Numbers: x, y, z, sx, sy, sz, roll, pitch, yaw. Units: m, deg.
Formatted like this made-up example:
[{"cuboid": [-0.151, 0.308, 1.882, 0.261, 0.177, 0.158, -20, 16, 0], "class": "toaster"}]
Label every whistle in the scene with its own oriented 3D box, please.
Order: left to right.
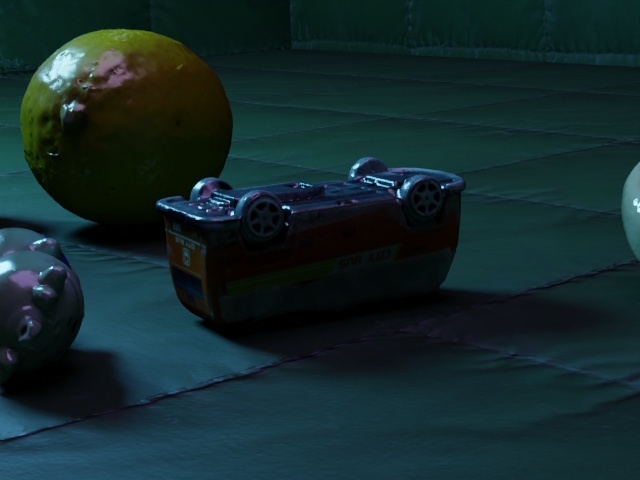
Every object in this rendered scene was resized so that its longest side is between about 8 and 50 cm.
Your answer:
[{"cuboid": [-0.236, 0.045, 1.137, 0.092, 0.110, 0.244, 28, 2, -19], "class": "whistle"}]

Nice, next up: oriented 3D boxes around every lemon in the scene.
[{"cuboid": [-0.219, -0.127, 1.641, 0.236, 0.236, 0.263, 7, -15, 36], "class": "lemon"}]

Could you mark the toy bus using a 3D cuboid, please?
[{"cuboid": [0.000, 0.000, 1.248, 0.265, 0.119, 0.121, -9, 14, -28], "class": "toy bus"}]

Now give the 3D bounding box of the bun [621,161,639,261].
[{"cuboid": [0.374, -0.009, 1.258, 0.222, 0.127, 0.222, -8, 40, 7], "class": "bun"}]
